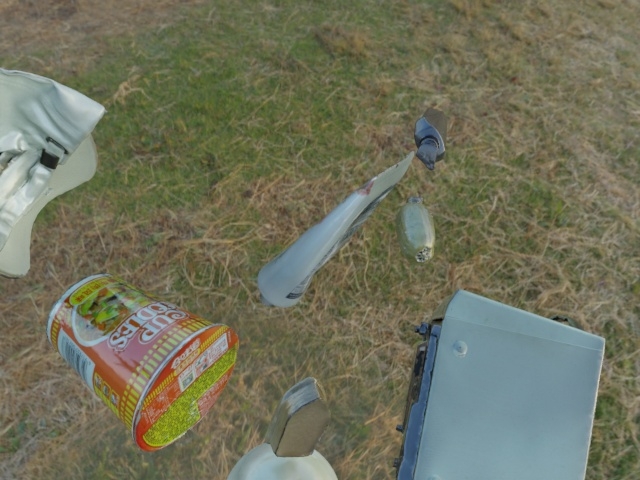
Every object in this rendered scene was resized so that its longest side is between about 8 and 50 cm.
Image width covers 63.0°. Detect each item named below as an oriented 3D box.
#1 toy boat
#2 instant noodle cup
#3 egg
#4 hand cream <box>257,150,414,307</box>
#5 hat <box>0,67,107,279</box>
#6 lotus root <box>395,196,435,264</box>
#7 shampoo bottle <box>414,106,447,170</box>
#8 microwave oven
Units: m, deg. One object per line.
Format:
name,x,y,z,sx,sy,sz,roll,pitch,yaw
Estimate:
toy boat,-0.040,0.392,1.153,0.116,0.188,0.061,13,19,-27
instant noodle cup,-0.253,0.149,0.721,0.212,0.193,0.193,27,54,23
egg,-0.106,0.645,1.277,0.283,0.345,0.283,15,51,-19
hand cream,0.000,0.000,0.731,0.078,0.340,0.124,48,41,6
hat,-0.429,-0.087,0.708,0.168,0.301,0.258,32,70,-9
lotus root,0.196,-0.025,1.094,0.077,0.090,0.183,-2,44,4
shampoo bottle,0.116,-0.109,0.543,0.048,0.027,0.137,59,26,-15
microwave oven,0.266,0.262,0.883,0.247,0.394,0.333,13,82,11
